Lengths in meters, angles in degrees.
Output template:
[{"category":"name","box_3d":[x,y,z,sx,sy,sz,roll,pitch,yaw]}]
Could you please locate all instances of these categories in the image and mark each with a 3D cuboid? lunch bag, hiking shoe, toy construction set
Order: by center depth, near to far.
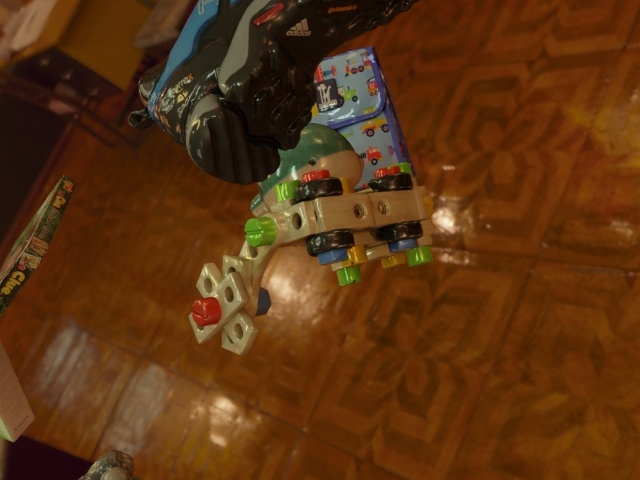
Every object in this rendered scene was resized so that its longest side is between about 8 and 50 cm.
[{"category":"hiking shoe","box_3d":[-0.021,-0.190,0.686,0.132,0.113,0.304,34,80,37]},{"category":"toy construction set","box_3d":[0.000,0.000,1.023,0.327,0.151,0.215,-27,5,-41]},{"category":"lunch bag","box_3d":[0.037,-0.236,1.840,0.221,0.138,0.293,-17,88,14]}]

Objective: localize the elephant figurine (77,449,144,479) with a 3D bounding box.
[{"category":"elephant figurine","box_3d":[-0.298,0.470,1.548,0.169,0.239,0.186,-55,35,-4]}]

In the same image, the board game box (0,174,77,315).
[{"category":"board game box","box_3d":[-0.397,0.011,1.259,0.136,0.030,0.260,-52,18,18]}]

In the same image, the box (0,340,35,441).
[{"category":"box","box_3d":[-0.562,0.140,1.354,0.232,0.322,0.058,16,43,24]}]

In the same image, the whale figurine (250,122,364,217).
[{"category":"whale figurine","box_3d":[-0.032,-0.113,1.606,0.216,0.141,0.272,-27,-8,-8]}]
